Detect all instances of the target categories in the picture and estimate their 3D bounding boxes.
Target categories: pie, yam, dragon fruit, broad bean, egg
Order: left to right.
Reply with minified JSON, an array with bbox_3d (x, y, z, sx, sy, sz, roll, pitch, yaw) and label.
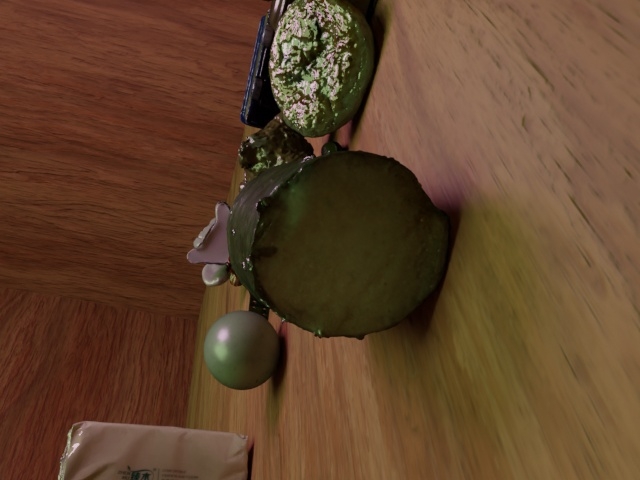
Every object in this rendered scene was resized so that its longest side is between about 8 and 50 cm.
[{"bbox_3d":[-0.224,0.064,2.074,0.192,0.092,0.123,131,148,-68],"label":"dragon fruit"},{"bbox_3d":[-0.152,0.214,1.443,0.192,0.149,0.149,-146,68,-77],"label":"egg"},{"bbox_3d":[-0.004,-0.289,1.201,0.240,0.054,0.241,4,96,46],"label":"pie"},{"bbox_3d":[0.000,0.000,0.807,0.300,0.195,0.195,-165,87,-78],"label":"yam"},{"bbox_3d":[0.021,-0.094,1.187,0.069,0.039,0.227,106,168,-49],"label":"broad bean"}]

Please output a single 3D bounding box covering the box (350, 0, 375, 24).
[{"bbox_3d":[0.031,-0.400,1.319,0.198,0.084,0.310,-105,28,-64],"label":"box"}]

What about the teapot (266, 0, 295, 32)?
[{"bbox_3d":[-0.037,-0.490,1.517,0.268,0.175,0.186,-102,28,-63],"label":"teapot"}]

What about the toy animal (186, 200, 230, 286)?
[{"bbox_3d":[-0.280,0.001,2.243,0.249,0.174,0.289,-55,6,16],"label":"toy animal"}]

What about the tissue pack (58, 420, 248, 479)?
[{"bbox_3d":[-0.359,0.533,1.569,0.297,0.380,0.207,117,157,-49],"label":"tissue pack"}]

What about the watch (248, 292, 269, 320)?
[{"bbox_3d":[-0.125,0.125,1.591,0.165,0.102,0.268,-82,1,-53],"label":"watch"}]

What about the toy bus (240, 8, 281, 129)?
[{"bbox_3d":[-0.105,-0.418,1.859,0.175,0.138,0.288,-134,57,-75],"label":"toy bus"}]

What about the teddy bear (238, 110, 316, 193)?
[{"bbox_3d":[-0.078,-0.101,1.381,0.256,0.156,0.267,99,164,-48],"label":"teddy bear"}]
